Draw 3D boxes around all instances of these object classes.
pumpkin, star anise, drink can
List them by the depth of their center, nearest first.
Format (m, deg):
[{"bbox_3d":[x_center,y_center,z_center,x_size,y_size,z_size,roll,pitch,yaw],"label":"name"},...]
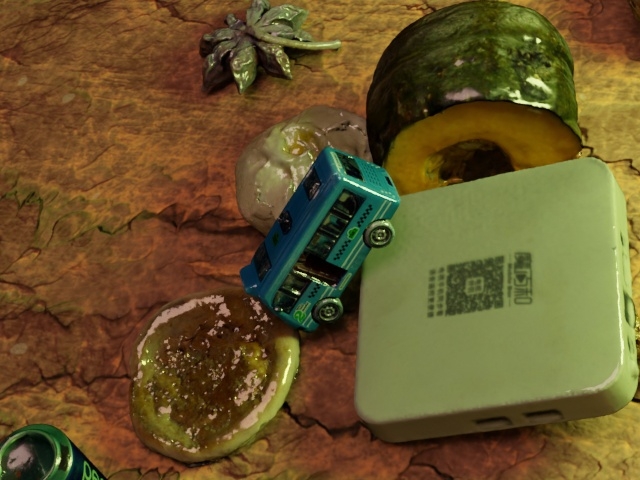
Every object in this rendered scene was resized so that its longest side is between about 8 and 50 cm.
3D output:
[{"bbox_3d":[-0.347,0.330,1.711,0.118,0.205,0.118,-8,56,12],"label":"drink can"},{"bbox_3d":[0.215,-0.197,1.862,0.303,0.256,0.225,-4,51,-3],"label":"pumpkin"},{"bbox_3d":[-0.097,-0.333,2.172,0.262,0.081,0.230,-1,45,21],"label":"star anise"}]

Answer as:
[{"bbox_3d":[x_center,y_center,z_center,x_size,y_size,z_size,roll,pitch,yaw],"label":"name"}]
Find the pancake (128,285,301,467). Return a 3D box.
[{"bbox_3d":[-0.154,0.185,1.848,0.282,0.049,0.282,-9,57,14],"label":"pancake"}]

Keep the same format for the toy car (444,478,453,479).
[{"bbox_3d":[0.163,0.346,1.639,0.041,0.025,0.093,-19,49,7],"label":"toy car"}]

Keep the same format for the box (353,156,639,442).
[{"bbox_3d":[0.232,0.080,1.739,0.373,0.090,0.367,-10,54,22],"label":"box"}]

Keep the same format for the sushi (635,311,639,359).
[{"bbox_3d":[0.400,0.114,1.698,0.060,0.061,0.118,-49,58,15],"label":"sushi"}]

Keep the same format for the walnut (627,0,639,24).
[{"bbox_3d":[0.551,-0.386,1.921,0.198,0.198,0.245,-11,44,11],"label":"walnut"}]

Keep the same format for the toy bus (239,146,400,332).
[{"bbox_3d":[0.000,0.000,1.806,0.246,0.134,0.113,-56,27,21],"label":"toy bus"}]

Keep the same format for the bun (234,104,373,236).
[{"bbox_3d":[-0.020,-0.101,1.941,0.239,0.141,0.239,-8,55,11],"label":"bun"}]
